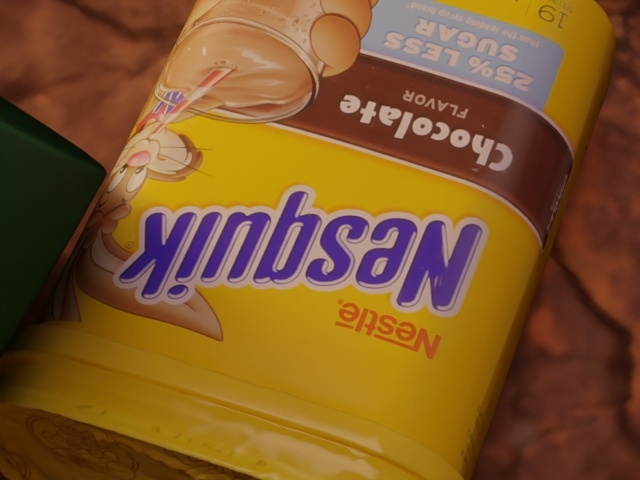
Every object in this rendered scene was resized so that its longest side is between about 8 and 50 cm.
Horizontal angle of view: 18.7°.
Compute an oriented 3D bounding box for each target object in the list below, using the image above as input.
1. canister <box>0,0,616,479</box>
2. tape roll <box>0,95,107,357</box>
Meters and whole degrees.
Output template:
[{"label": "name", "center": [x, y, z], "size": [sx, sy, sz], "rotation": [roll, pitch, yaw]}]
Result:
[{"label": "canister", "center": [0.000, 0.000, 0.522], "size": [0.126, 0.073, 0.170], "rotation": [16, 61, 12]}, {"label": "tape roll", "center": [-0.203, -0.065, 0.425], "size": [0.321, 0.321, 0.077], "rotation": [31, 91, 19]}]
